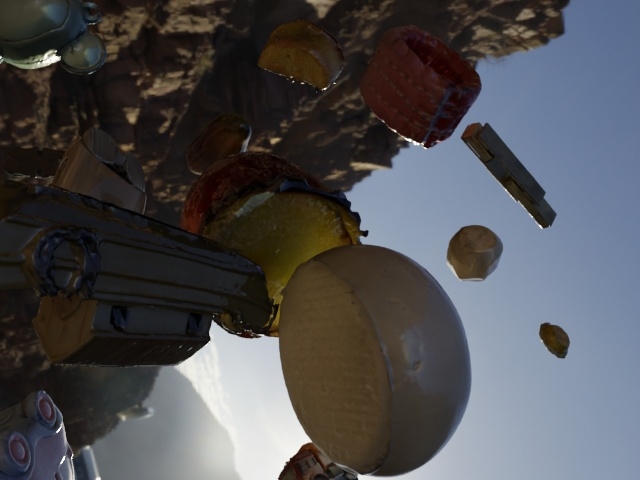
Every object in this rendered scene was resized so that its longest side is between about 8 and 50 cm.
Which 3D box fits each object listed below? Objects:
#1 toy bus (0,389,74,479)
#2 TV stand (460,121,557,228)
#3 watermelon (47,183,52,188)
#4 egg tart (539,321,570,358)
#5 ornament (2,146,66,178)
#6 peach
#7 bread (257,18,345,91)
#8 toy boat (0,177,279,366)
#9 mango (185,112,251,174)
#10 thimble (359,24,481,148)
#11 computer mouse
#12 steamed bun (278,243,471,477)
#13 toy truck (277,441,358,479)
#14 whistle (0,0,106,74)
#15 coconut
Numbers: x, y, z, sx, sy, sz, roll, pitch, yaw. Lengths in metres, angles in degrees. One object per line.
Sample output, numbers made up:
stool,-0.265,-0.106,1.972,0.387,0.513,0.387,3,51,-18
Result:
toy bus,-0.522,0.412,1.062,0.294,0.197,0.232,-118,-176,-77
TV stand,0.349,-0.115,1.161,0.249,0.036,0.042,44,-30,-19
watermelon,-0.559,0.037,1.444,0.304,0.159,0.128,60,9,-4
egg tart,0.616,0.256,1.676,0.039,0.105,0.105,-44,-119,41
ornament,-0.611,-0.162,1.536,0.236,0.202,0.080,20,74,-80
peach,-0.108,0.008,1.252,0.353,0.339,0.416,35,-4,9
bread,-0.056,-0.584,1.968,0.260,0.160,0.147,24,-35,7
toy boat,-0.213,0.051,0.676,0.135,0.445,0.162,12,-96,29
mango,-0.269,-0.257,1.742,0.133,0.111,0.267,48,-46,-10
thimble,0.164,-0.257,1.057,0.190,0.163,0.125,56,-46,28
computer mouse,-0.340,-0.065,0.987,0.081,0.145,0.237,-22,-136,28
steamed bun,0.099,0.185,1.046,0.374,0.241,0.375,23,-63,60
toy truck,0.021,0.578,1.648,0.135,0.270,0.114,51,-51,30
whistle,-0.312,-0.178,0.564,0.077,0.235,0.114,154,-81,-75
coconut,0.446,0.044,1.881,0.161,0.160,0.162,56,-21,37
